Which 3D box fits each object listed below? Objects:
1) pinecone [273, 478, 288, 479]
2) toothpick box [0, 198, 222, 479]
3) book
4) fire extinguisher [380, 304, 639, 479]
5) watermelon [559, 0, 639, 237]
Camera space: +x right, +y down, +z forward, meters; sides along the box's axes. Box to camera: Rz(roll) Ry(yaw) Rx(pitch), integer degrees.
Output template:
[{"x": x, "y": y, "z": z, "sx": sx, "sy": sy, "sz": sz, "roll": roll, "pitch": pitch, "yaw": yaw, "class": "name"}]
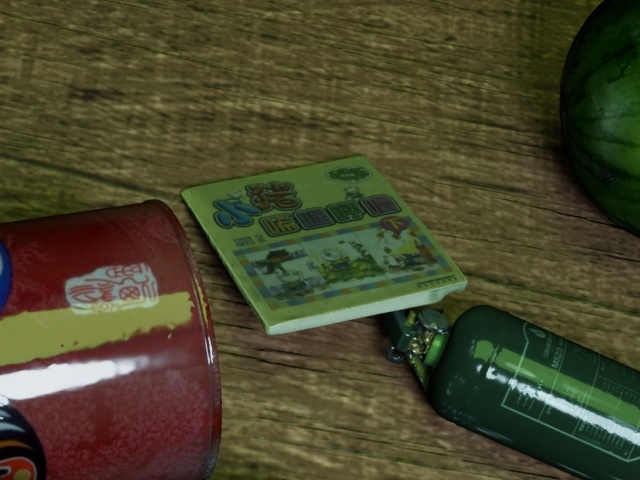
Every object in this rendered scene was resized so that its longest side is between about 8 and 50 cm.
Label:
[{"x": -0.034, "y": 0.233, "z": 1.081, "sx": 0.174, "sy": 0.173, "sz": 0.173, "roll": 7, "pitch": 55, "yaw": -10, "class": "pinecone"}, {"x": -0.253, "y": 0.094, "z": 1.085, "sx": 0.333, "sy": 0.204, "sz": 0.204, "roll": -9, "pitch": 59, "yaw": -21, "class": "toothpick box"}, {"x": 0.000, "y": 0.000, "z": 1.291, "sx": 0.168, "sy": 0.013, "sz": 0.192, "roll": -11, "pitch": 38, "yaw": -21, "class": "book"}, {"x": 0.182, "y": 0.121, "z": 1.251, "sx": 0.311, "sy": 0.095, "sz": 0.114, "roll": 23, "pitch": 28, "yaw": 0, "class": "fire extinguisher"}, {"x": 0.318, "y": -0.112, "z": 1.355, "sx": 0.242, "sy": 0.242, "sz": 0.242, "roll": 7, "pitch": 55, "yaw": -10, "class": "watermelon"}]
